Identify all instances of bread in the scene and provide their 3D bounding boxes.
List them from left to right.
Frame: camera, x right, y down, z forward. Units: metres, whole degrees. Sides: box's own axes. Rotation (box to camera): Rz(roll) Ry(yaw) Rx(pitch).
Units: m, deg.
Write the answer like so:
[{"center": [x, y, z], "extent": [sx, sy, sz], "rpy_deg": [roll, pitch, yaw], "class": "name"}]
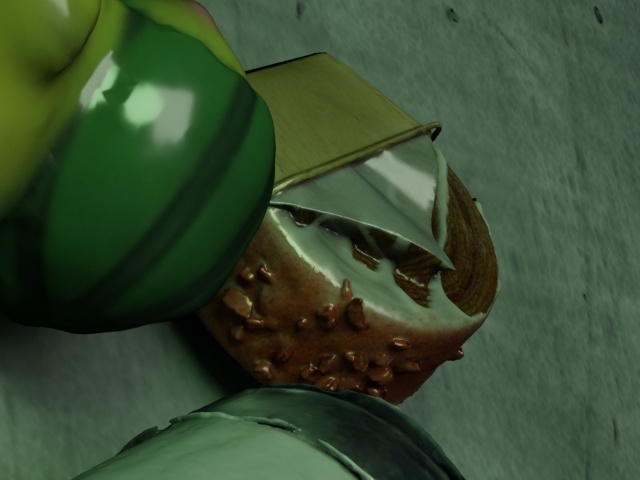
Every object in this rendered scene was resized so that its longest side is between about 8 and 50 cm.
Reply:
[{"center": [0.000, 0.000, 1.165], "extent": [0.212, 0.142, 0.224], "rpy_deg": [53, 33, 9], "class": "bread"}]

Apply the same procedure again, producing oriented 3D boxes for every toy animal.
[{"center": [-0.170, -0.076, 0.932], "extent": [0.338, 0.216, 0.191], "rpy_deg": [43, 67, -35], "class": "toy animal"}]

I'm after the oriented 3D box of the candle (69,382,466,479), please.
[{"center": [-0.069, 0.201, 0.860], "extent": [0.342, 0.221, 0.221], "rpy_deg": [-23, 89, -56], "class": "candle"}]
